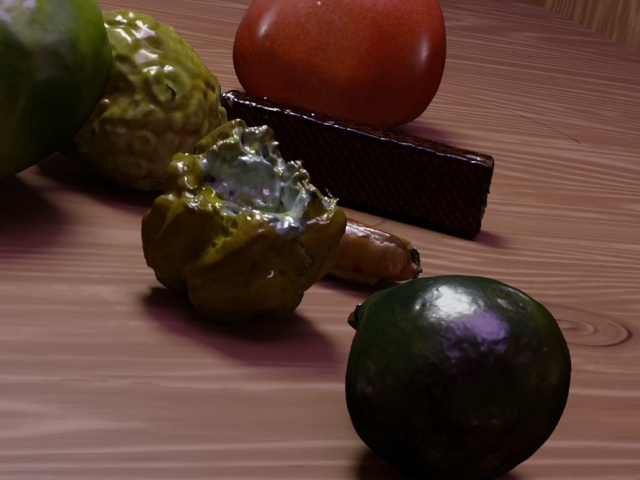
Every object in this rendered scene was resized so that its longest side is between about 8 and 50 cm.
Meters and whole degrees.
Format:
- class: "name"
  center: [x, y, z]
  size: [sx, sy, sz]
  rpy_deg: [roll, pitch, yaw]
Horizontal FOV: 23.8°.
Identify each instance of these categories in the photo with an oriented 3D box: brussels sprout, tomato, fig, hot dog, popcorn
- class: "brussels sprout"
  center: [-0.388, -0.208, 1.690]
  size: [0.268, 0.344, 0.344]
  rpy_deg: [54, -5, -32]
- class: "tomato"
  center: [0.036, -0.322, 2.415]
  size: [0.342, 0.272, 0.341]
  rpy_deg: [12, 19, -4]
- class: "fig"
  center: [0.098, 0.104, 1.324]
  size: [0.195, 0.195, 0.245]
  rpy_deg: [-2, 32, -39]
- class: "hot dog"
  center: [0.000, 0.000, 1.761]
  size: [0.250, 0.076, 0.104]
  rpy_deg: [22, 0, 12]
- class: "popcorn"
  center: [-0.217, -0.163, 1.895]
  size: [0.251, 0.205, 0.237]
  rpy_deg: [31, -6, -27]

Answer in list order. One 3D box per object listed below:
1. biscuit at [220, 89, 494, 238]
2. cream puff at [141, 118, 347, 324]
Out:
- class: "biscuit"
  center: [0.038, -0.106, 2.036]
  size: [0.388, 0.107, 0.073]
  rpy_deg: [15, 18, 3]
- class: "cream puff"
  center: [-0.095, -0.005, 1.568]
  size: [0.195, 0.194, 0.221]
  rpy_deg: [-3, 37, -42]
